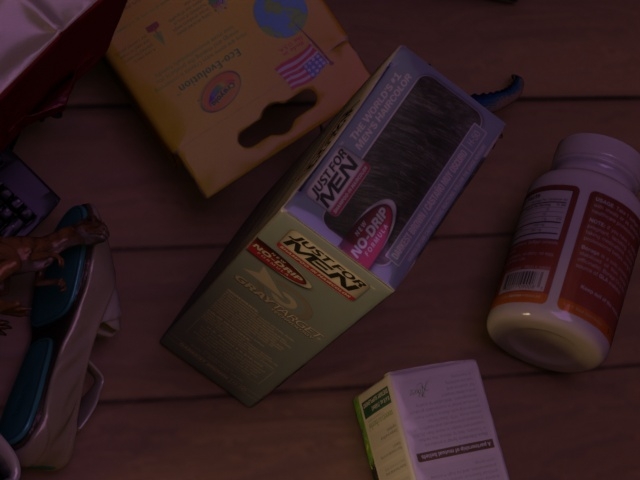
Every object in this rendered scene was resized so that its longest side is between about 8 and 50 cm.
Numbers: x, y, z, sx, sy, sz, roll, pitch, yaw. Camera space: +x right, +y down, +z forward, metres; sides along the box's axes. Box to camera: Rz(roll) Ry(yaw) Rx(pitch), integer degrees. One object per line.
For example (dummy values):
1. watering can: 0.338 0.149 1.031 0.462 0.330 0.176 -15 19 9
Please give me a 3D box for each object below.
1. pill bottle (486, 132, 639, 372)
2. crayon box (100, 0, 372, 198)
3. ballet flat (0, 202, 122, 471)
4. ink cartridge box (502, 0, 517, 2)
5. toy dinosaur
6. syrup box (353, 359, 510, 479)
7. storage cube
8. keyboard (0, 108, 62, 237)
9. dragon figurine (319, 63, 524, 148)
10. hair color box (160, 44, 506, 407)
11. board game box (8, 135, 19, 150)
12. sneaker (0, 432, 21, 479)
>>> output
1. pill bottle: 0.246 0.009 1.898 0.121 0.121 0.216 25 65 -10
2. crayon box: -0.116 -0.214 1.840 0.202 0.081 0.318 -33 84 -7
3. ballet flat: -0.222 0.090 1.736 0.086 0.086 0.248 20 67 -12
4. ink cartridge box: 0.064 -0.427 2.021 0.324 0.071 0.330 7 71 -17
5. toy dinosaur: -0.289 0.020 1.699 0.211 0.064 0.112 -2 64 -7
6. syrup box: 0.115 0.237 1.784 0.096 0.093 0.237 -8 74 -22
7. storage cube: -0.292 -0.204 1.672 0.215 0.193 0.183 44 70 1
8. keyboard: -0.356 -0.134 1.756 0.317 0.033 0.201 44 63 -1
9. dragon figurine: 0.092 -0.113 1.907 0.144 0.085 0.289 41 65 -2
10. hair color box: 0.000 0.000 1.671 0.113 0.374 0.185 37 64 -4
11. board game box: -0.374 -0.020 1.741 0.136 0.030 0.259 26 65 -12
12. sneaker: -0.375 0.146 1.608 0.282 0.161 0.102 22 67 -10
